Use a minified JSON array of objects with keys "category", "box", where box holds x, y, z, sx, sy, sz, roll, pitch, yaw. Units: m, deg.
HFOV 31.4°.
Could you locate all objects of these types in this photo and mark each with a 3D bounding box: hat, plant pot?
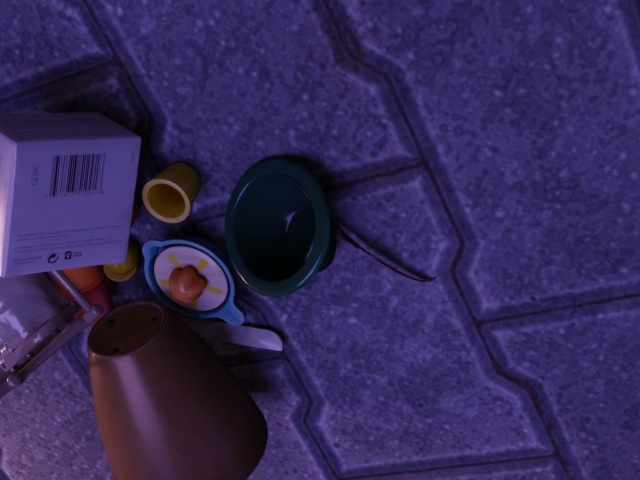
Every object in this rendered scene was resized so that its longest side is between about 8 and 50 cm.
[{"category":"hat","box":[0.000,0.000,1.519,0.173,0.183,0.208,-37,64,30]},{"category":"plant pot","box":[-0.227,0.217,1.611,0.237,0.237,0.254,-4,128,24]}]

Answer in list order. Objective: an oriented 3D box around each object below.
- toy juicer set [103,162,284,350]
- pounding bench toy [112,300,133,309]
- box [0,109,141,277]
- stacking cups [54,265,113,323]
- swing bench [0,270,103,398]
[{"category":"toy juicer set","box":[-0.210,0.056,1.599,0.209,0.089,0.329,-11,120,27]},{"category":"pounding bench toy","box":[-0.300,0.139,1.697,0.052,0.083,0.065,-19,117,31]},{"category":"box","box":[-0.344,-0.063,1.459,0.119,0.181,0.182,30,118,43]},{"category":"stacking cups","box":[-0.364,-0.018,1.602,0.096,0.096,0.316,-2,124,22]},{"category":"swing bench","box":[-0.476,0.081,1.615,0.253,0.165,0.254,50,151,-5]}]
